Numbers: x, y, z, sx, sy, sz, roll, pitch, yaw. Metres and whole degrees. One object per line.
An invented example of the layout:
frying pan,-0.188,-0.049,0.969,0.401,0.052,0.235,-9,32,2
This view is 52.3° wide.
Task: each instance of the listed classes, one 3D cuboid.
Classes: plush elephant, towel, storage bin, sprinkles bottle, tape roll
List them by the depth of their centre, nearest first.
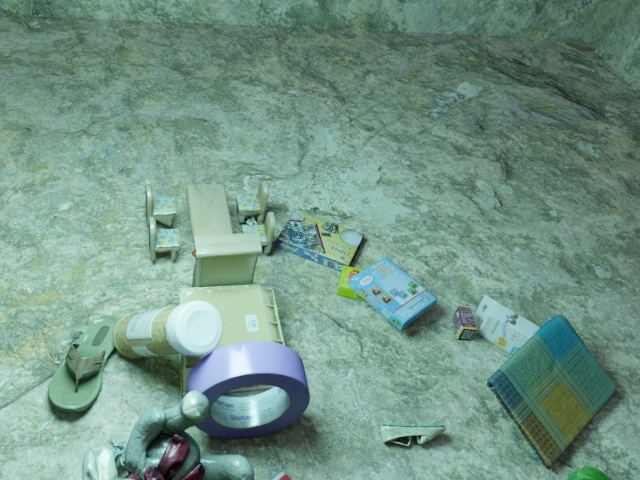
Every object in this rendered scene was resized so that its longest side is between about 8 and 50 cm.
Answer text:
plush elephant,-0.344,0.500,1.330,0.330,0.271,0.255,-13,26,15
tape roll,-0.166,0.350,1.509,0.275,0.274,0.090,-2,46,-14
sprinkles bottle,-0.373,0.218,1.559,0.121,0.355,0.121,9,75,-39
storage bin,-0.239,0.253,1.707,0.261,0.123,0.262,-1,44,-15
towel,0.626,0.391,1.753,0.370,0.040,0.271,-30,81,-35

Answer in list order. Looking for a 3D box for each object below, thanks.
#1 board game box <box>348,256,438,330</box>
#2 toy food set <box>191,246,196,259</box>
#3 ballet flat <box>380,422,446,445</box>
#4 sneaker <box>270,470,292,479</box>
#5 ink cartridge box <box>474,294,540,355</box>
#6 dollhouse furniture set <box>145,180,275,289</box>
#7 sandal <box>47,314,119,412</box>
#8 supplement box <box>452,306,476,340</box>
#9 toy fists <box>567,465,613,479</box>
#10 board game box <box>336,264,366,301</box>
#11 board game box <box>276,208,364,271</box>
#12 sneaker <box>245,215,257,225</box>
board game box,0.213,0.151,1.912,0.160,0.039,0.211,-29,58,-35
toy food set,-0.350,0.036,1.983,0.083,0.020,0.083,34,47,21
ballet flat,0.232,0.487,1.631,0.168,0.057,0.052,3,71,-5
sneaker,-0.099,0.576,1.458,0.067,0.042,0.118,31,44,24
ink cartridge box,0.530,0.252,1.896,0.181,0.104,0.061,32,47,21
dollhouse furniture set,-0.303,-0.038,1.867,0.362,0.256,0.394,-3,51,-18
sandal,-0.584,0.290,1.614,0.120,0.086,0.302,11,43,-1
supplement box,0.422,0.245,1.916,0.043,0.055,0.083,6,44,-8
toy fists,0.607,0.640,1.518,0.279,0.096,0.142,-28,66,-37
board game box,0.146,0.140,1.971,0.181,0.043,0.092,13,43,1
board game box,0.000,0.000,2.085,0.243,0.042,0.165,21,43,9
sneaker,-0.222,-0.050,2.102,0.037,0.031,0.083,-18,46,-8
